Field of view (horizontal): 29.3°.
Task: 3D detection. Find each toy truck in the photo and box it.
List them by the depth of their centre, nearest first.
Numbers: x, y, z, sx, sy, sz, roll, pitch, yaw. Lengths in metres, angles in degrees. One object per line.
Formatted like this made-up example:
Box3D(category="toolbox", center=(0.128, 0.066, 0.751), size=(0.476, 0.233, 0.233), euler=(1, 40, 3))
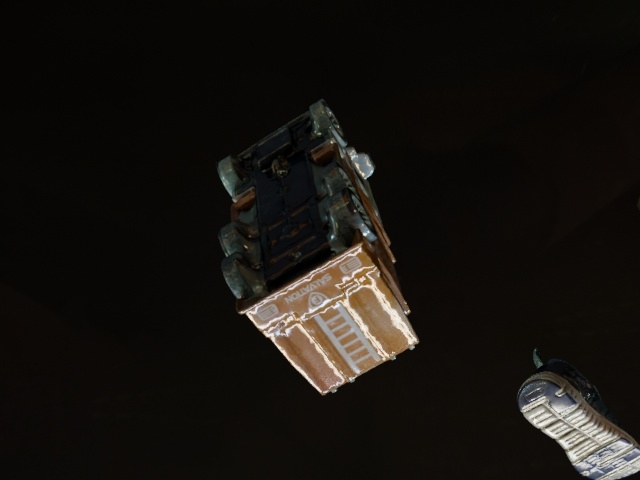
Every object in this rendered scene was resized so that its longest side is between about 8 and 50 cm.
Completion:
Box3D(category="toy truck", center=(0.000, 0.000, 1.165), size=(0.136, 0.305, 0.162), euler=(-30, 118, 11))

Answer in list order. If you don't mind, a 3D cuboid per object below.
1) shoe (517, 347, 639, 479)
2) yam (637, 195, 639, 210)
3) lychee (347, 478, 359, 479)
Box3D(category="shoe", center=(0.347, 0.230, 1.600), size=(0.207, 0.106, 0.091), euler=(45, 125, -10))
Box3D(category="yam", center=(0.497, -0.008, 1.682), size=(0.068, 0.068, 0.169), euler=(-37, 122, 2))
Box3D(category="lychee", center=(0.083, 0.446, 1.697), size=(0.271, 0.271, 0.271), euler=(0, 88, 4))
